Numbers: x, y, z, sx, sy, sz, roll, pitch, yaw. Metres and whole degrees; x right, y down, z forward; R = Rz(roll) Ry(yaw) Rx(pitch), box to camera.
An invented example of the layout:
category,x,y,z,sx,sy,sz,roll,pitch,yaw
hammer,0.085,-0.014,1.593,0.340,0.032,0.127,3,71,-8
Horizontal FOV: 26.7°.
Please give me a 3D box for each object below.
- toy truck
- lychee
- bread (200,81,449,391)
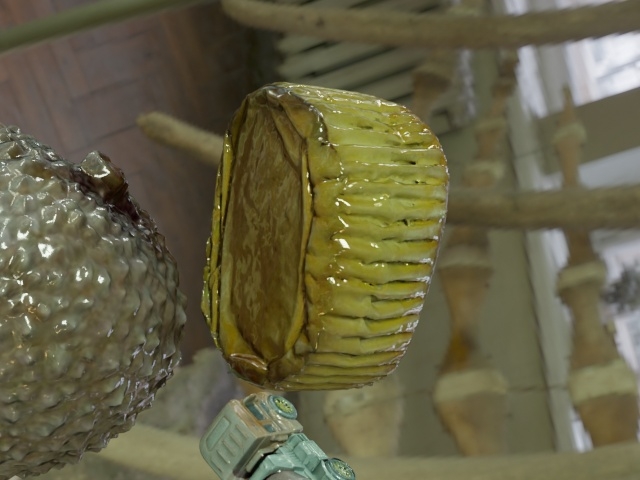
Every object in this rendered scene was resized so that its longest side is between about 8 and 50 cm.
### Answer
category,x,y,z,sx,sy,sz,roll,pitch,yaw
toy truck,-0.041,0.298,1.624,0.256,0.108,0.140,45,20,26
lychee,-0.251,0.045,1.054,0.300,0.300,0.300,51,29,-44
bread,0.000,0.000,1.130,0.142,0.227,0.253,-1,106,-35
